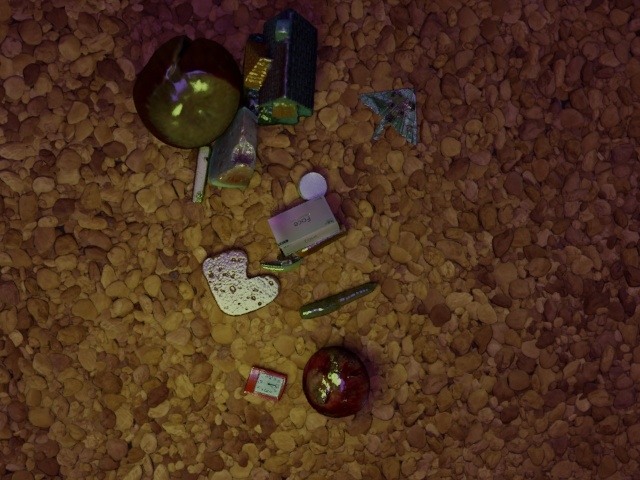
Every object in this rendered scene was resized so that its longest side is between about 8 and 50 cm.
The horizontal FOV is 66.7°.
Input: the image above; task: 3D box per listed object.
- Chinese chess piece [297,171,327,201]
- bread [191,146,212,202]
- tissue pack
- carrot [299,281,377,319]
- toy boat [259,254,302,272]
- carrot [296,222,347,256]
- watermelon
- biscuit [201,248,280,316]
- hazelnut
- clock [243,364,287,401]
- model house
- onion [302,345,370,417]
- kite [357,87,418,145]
[{"bbox_3d":[-0.032,-0.214,1.952,0.122,0.051,0.122,0,91,-4],"label":"Chinese chess piece"},{"bbox_3d":[-0.466,-0.258,1.910,0.049,0.088,0.226,8,93,-6],"label":"bread"},{"bbox_3d":[-0.067,-0.060,1.908,0.246,0.092,0.148,-25,61,-2],"label":"tissue pack"},{"bbox_3d":[0.077,0.244,1.970,0.342,0.070,0.070,-20,93,-4],"label":"carrot"},{"bbox_3d":[-0.156,0.091,1.949,0.172,0.065,0.066,-10,106,-10],"label":"toy boat"},{"bbox_3d":[0.000,0.000,1.955,0.225,0.067,0.067,-28,93,-4],"label":"carrot"},{"bbox_3d":[-0.296,-0.337,1.862,0.148,0.226,0.318,19,99,-37],"label":"watermelon"},{"bbox_3d":[-0.316,0.157,1.953,0.262,0.052,0.277,-27,93,-6],"label":"biscuit"},{"bbox_3d":[-0.483,-0.542,1.766,0.359,0.359,0.409,38,98,-4],"label":"hazelnut"},{"bbox_3d":[-0.220,0.577,1.971,0.155,0.061,0.113,19,91,-7],"label":"clock"},{"bbox_3d":[-0.154,-0.626,1.788,0.297,0.339,0.360,5,92,-5],"label":"model house"},{"bbox_3d":[0.056,0.549,1.887,0.276,0.276,0.276,0,92,-3],"label":"onion"},{"bbox_3d":[0.299,-0.517,1.976,0.323,0.013,0.268,41,89,-3],"label":"kite"}]
